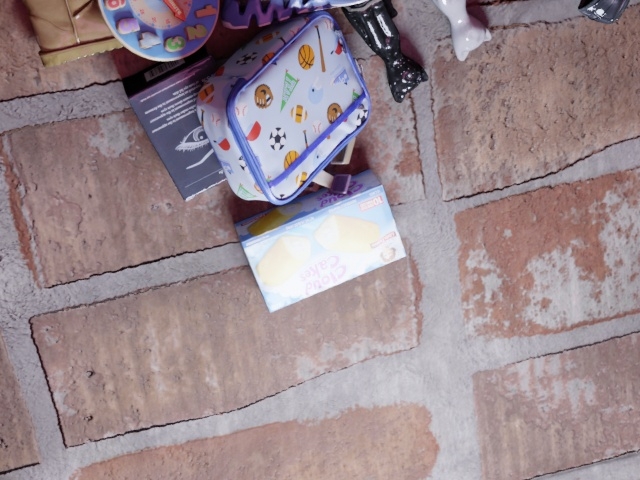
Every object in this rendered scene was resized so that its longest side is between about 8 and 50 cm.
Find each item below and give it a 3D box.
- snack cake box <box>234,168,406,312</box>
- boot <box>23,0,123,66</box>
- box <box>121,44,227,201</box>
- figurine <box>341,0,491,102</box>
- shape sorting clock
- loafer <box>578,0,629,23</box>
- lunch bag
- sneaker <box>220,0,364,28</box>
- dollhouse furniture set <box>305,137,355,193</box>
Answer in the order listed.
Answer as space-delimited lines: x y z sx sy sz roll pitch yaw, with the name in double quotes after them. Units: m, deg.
0.000 0.000 2.116 0.264 0.089 0.152 -23 116 -3 "snack cake box"
-0.365 -0.422 1.840 0.236 0.089 0.270 -20 113 -13 "boot"
-0.208 -0.195 1.966 0.153 0.108 0.207 -27 117 -2 "box"
0.171 -0.360 2.012 0.214 0.092 0.209 -32 125 0 "figurine"
-0.246 -0.378 1.845 0.206 0.040 0.206 3 85 -36 "shape sorting clock"
0.510 -0.477 2.043 0.078 0.076 0.223 12 113 -27 "loafer"
-0.046 -0.212 1.929 0.303 0.115 0.243 -45 124 -32 "lunch bag"
-0.022 -0.457 1.888 0.315 0.127 0.182 -17 118 -5 "sneaker"
0.001 -0.147 2.068 0.081 0.091 0.114 25 76 -42 "dollhouse furniture set"
